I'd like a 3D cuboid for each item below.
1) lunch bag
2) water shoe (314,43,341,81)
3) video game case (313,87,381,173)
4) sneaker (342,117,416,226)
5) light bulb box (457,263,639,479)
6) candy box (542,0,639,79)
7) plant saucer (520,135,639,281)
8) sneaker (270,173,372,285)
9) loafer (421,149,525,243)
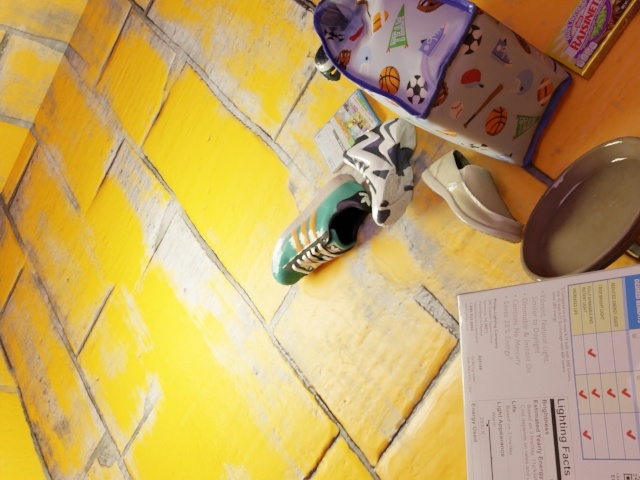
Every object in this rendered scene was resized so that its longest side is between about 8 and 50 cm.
[{"bbox_3d":[0.203,-0.331,1.403,0.385,0.328,0.238,37,104,47],"label":"lunch bag"},{"bbox_3d":[0.062,-0.457,1.764,0.073,0.080,0.203,30,77,42],"label":"water shoe"},{"bbox_3d":[0.059,-0.250,1.753,0.166,0.015,0.119,-46,51,28],"label":"video game case"},{"bbox_3d":[0.112,-0.140,1.617,0.153,0.094,0.234,-4,77,46],"label":"sneaker"},{"bbox_3d":[0.417,0.238,1.122,0.361,0.225,0.357,-14,70,42],"label":"light bulb box"},{"bbox_3d":[0.491,-0.396,1.346,0.205,0.027,0.105,-58,44,18],"label":"candy box"},{"bbox_3d":[0.432,-0.042,1.224,0.278,0.041,0.277,-51,17,22],"label":"plant saucer"},{"bbox_3d":[0.000,0.000,1.684,0.302,0.108,0.121,-54,44,20],"label":"sneaker"},{"bbox_3d":[0.286,-0.089,1.417,0.092,0.102,0.268,-61,42,18],"label":"loafer"}]
